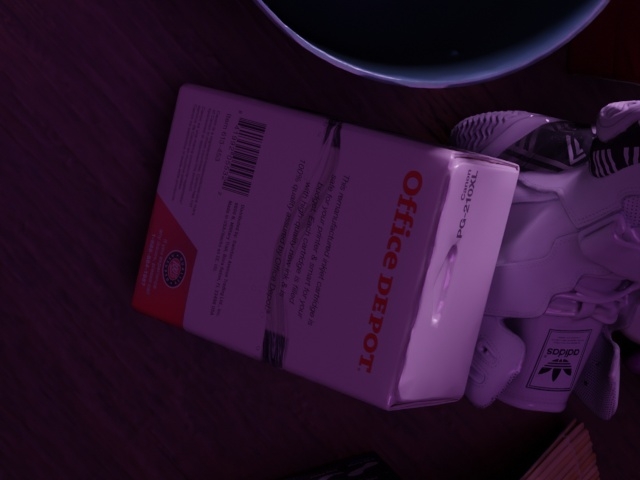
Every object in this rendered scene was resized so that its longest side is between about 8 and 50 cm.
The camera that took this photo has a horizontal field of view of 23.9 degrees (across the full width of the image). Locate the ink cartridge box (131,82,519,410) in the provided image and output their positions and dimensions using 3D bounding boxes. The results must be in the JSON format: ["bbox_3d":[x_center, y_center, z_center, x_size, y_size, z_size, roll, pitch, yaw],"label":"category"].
[{"bbox_3d":[0.000,0.000,1.049,0.100,0.237,0.172,4,101,-54],"label":"ink cartridge box"}]

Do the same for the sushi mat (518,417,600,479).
[{"bbox_3d":[0.138,0.275,1.121,0.316,0.019,0.151,-37,116,-43],"label":"sushi mat"}]

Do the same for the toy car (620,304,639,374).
[{"bbox_3d":[0.292,0.065,1.170,0.182,0.136,0.159,41,45,7],"label":"toy car"}]

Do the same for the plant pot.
[{"bbox_3d":[0.050,-0.257,1.019,0.293,0.235,0.293,-2,100,-10],"label":"plant pot"}]

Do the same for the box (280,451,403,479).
[{"bbox_3d":[0.014,0.312,1.142,0.163,0.142,0.247,-16,100,-12],"label":"box"}]

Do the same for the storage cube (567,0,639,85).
[{"bbox_3d":[0.306,-0.205,1.100,0.215,0.183,0.193,3,99,-11],"label":"storage cube"}]

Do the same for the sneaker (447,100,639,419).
[{"bbox_3d":[0.199,0.021,1.016,0.137,0.366,0.210,8,89,-27],"label":"sneaker"}]
